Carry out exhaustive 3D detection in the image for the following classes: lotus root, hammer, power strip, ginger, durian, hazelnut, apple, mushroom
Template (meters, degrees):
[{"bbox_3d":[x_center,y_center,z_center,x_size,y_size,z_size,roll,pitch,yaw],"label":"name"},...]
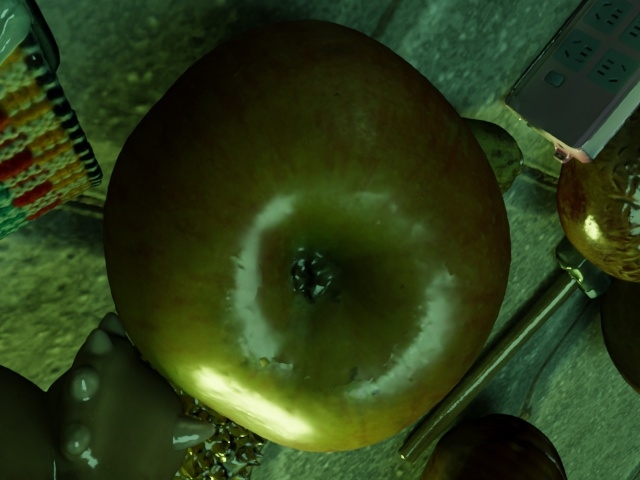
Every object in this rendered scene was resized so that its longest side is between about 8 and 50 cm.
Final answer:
[{"bbox_3d":[0.124,-0.074,0.861,0.179,0.089,0.081,0,80,-36],"label":"lotus root"},{"bbox_3d":[0.233,0.152,1.190,0.365,0.043,0.111,-48,142,5],"label":"hammer"},{"bbox_3d":[0.302,-0.205,0.891,0.279,0.109,0.037,-51,143,6],"label":"power strip"},{"bbox_3d":[0.482,0.111,1.239,0.223,0.200,0.269,3,120,-44],"label":"ginger"},{"bbox_3d":[-0.099,0.144,0.823,0.183,0.138,0.250,0,117,-31],"label":"durian"},{"bbox_3d":[0.237,0.343,1.198,0.229,0.229,0.230,-23,135,-25],"label":"hazelnut"},{"bbox_3d":[0.000,0.000,0.641,0.301,0.301,0.302,-23,135,-25],"label":"apple"},{"bbox_3d":[0.377,-0.069,1.046,0.253,0.153,0.253,-24,128,-34],"label":"mushroom"}]

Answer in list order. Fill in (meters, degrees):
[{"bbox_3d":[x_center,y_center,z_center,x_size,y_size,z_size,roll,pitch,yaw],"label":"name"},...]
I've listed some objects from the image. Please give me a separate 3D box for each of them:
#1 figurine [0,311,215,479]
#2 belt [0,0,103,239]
[{"bbox_3d":[-0.205,0.126,0.668,0.173,0.247,0.177,-54,165,-33],"label":"figurine"},{"bbox_3d":[-0.218,-0.097,0.454,0.150,0.207,0.257,-36,156,-13],"label":"belt"}]
